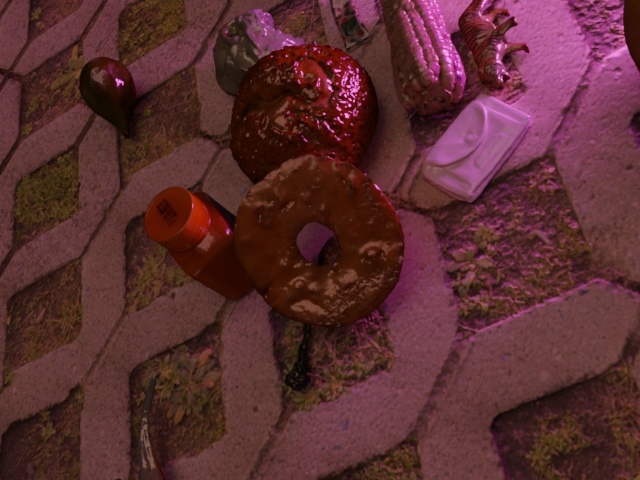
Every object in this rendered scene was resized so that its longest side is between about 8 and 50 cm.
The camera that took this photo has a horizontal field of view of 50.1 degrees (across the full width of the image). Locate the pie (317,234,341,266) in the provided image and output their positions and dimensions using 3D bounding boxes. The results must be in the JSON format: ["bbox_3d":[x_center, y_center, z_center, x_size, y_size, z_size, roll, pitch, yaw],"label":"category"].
[{"bbox_3d":[0.031,0.026,1.203,0.085,0.017,0.085,-13,62,25],"label":"pie"}]

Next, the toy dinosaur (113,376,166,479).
[{"bbox_3d":[-0.306,0.434,1.152,0.205,0.092,0.393,2,67,29],"label":"toy dinosaur"}]

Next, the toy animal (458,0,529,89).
[{"bbox_3d":[0.299,-0.373,1.220,0.099,0.057,0.241,-26,58,16],"label":"toy animal"}]

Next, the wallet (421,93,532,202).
[{"bbox_3d":[0.259,-0.159,1.158,0.124,0.032,0.183,37,87,33],"label":"wallet"}]

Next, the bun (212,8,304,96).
[{"bbox_3d":[-0.139,-0.398,1.428,0.212,0.126,0.204,9,74,30],"label":"bun"}]

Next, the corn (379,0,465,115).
[{"bbox_3d":[0.180,-0.375,1.249,0.126,0.126,0.335,-19,58,20],"label":"corn"}]

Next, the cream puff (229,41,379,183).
[{"bbox_3d":[-0.042,-0.227,1.242,0.302,0.212,0.303,-10,65,23],"label":"cream puff"}]

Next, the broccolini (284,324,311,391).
[{"bbox_3d":[-0.024,0.148,1.164,0.044,0.042,0.218,-2,65,27],"label":"broccolini"}]

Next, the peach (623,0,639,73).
[{"bbox_3d":[0.575,-0.352,0.922,0.281,0.314,0.316,34,85,3],"label":"peach"}]

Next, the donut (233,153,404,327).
[{"bbox_3d":[0.001,0.003,1.118,0.277,0.108,0.278,1,95,6],"label":"donut"}]

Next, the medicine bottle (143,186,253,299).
[{"bbox_3d":[-0.203,-0.002,1.217,0.112,0.222,0.149,-42,54,5],"label":"medicine bottle"}]

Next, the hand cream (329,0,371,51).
[{"bbox_3d":[0.054,-0.462,1.414,0.057,0.037,0.165,-27,64,16],"label":"hand cream"}]

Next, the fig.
[{"bbox_3d":[-0.494,-0.324,1.580,0.126,0.133,0.185,4,70,-9],"label":"fig"}]
